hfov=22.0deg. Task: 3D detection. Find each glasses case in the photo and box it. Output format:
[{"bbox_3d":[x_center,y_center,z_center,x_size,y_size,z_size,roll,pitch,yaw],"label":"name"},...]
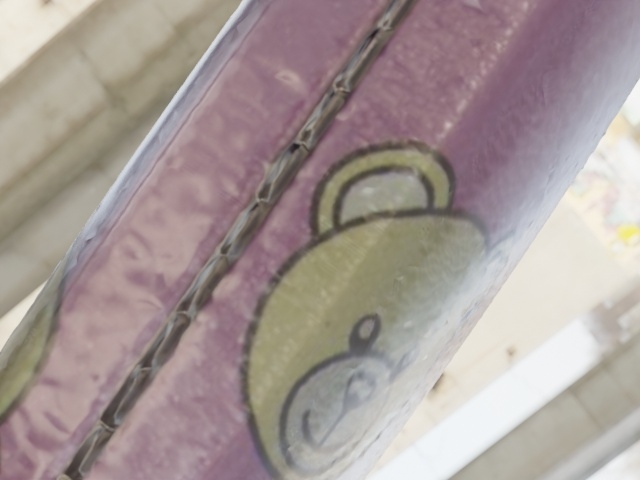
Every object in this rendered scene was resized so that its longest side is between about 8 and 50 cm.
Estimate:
[{"bbox_3d":[0.000,0.000,0.365,0.076,0.316,0.123,35,-179,13],"label":"glasses case"}]
